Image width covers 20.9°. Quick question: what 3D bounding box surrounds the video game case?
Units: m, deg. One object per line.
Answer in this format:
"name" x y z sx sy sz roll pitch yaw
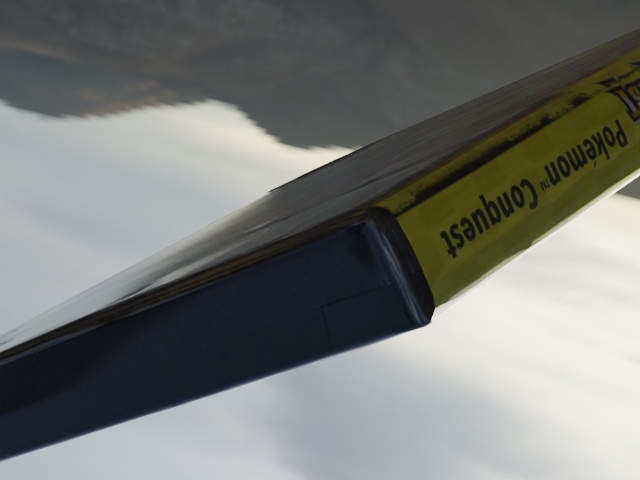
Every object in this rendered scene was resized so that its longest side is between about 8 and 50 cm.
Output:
"video game case" 0.000 0.000 0.592 0.275 0.035 0.248 -21 -174 43
